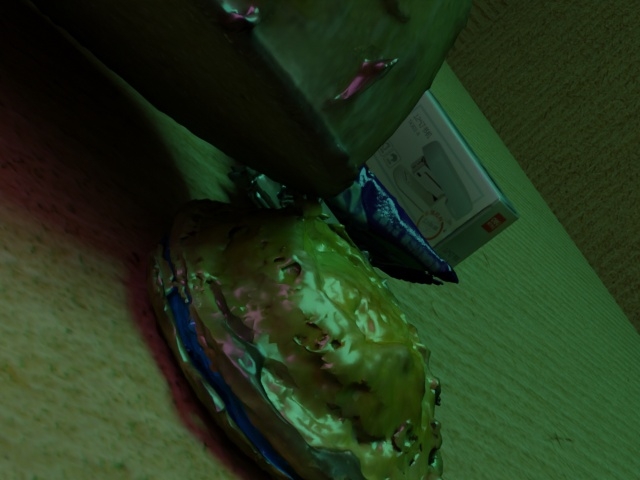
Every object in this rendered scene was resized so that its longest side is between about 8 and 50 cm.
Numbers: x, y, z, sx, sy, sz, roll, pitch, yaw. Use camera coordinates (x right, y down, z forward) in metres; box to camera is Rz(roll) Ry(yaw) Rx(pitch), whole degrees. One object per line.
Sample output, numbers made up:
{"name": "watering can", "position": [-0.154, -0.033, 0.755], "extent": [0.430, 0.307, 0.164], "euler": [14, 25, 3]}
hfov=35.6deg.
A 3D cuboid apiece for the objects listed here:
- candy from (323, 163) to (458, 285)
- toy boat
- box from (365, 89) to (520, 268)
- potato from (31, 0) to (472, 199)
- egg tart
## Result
{"name": "candy", "position": [0.021, -0.046, 0.994], "extent": [0.275, 0.070, 0.145], "euler": [47, -15, -18]}
{"name": "toy boat", "position": [0.000, 0.000, 0.914], "extent": [0.210, 0.066, 0.084], "euler": [53, 10, -22]}
{"name": "box", "position": [0.146, -0.097, 1.378], "extent": [0.079, 0.135, 0.269], "euler": [34, 23, -53]}
{"name": "potato", "position": [-0.070, -0.278, 0.665], "extent": [0.442, 0.319, 0.385], "euler": [40, -10, -36]}
{"name": "egg tart", "position": [-0.001, 0.059, 0.694], "extent": [0.291, 0.107, 0.291], "euler": [45, 16, -17]}
